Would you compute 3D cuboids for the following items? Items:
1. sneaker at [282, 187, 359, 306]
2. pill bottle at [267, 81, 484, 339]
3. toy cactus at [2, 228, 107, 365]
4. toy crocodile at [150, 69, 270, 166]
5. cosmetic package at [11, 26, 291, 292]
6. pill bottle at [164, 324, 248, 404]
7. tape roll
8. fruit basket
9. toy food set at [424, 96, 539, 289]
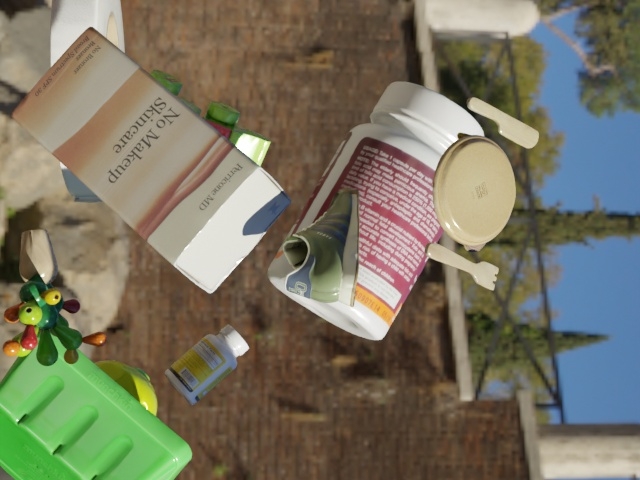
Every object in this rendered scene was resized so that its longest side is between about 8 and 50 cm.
[{"bbox_3d":[0.000,0.000,1.260,0.192,0.086,0.064,-87,-179,-52],"label":"sneaker"},{"bbox_3d":[0.100,-0.052,1.849,0.392,0.224,0.224,-60,-177,-10],"label":"pill bottle"},{"bbox_3d":[-0.360,0.074,1.465,0.219,0.112,0.180,38,43,-80],"label":"toy cactus"},{"bbox_3d":[-0.262,-0.234,2.165,0.115,0.340,0.105,-61,-169,16],"label":"toy crocodile"},{"bbox_3d":[-0.199,-0.096,1.295,0.153,0.296,0.129,-50,158,-4],"label":"cosmetic package"},{"bbox_3d":[-0.162,0.176,1.596,0.065,0.116,0.065,46,-14,15],"label":"pill bottle"},{"bbox_3d":[-0.364,-0.259,1.767,0.392,0.072,0.392,179,-90,-86],"label":"tape roll"},{"bbox_3d":[-0.404,0.321,2.048,0.283,0.392,0.392,-53,-148,44],"label":"fruit basket"},{"bbox_3d":[0.170,-0.054,1.238,0.038,0.132,0.192,5,-106,54],"label":"toy food set"}]
